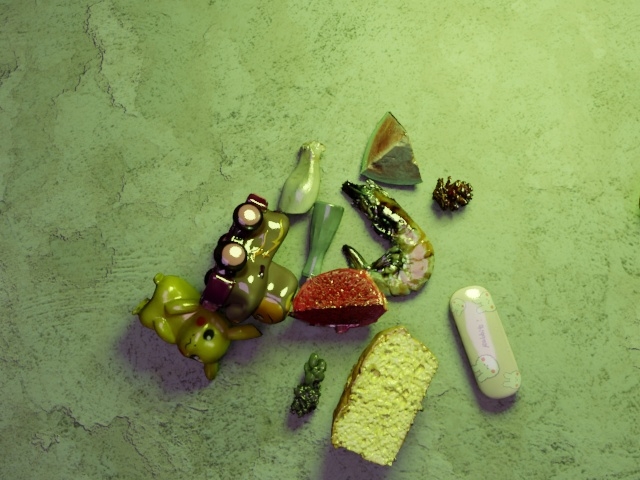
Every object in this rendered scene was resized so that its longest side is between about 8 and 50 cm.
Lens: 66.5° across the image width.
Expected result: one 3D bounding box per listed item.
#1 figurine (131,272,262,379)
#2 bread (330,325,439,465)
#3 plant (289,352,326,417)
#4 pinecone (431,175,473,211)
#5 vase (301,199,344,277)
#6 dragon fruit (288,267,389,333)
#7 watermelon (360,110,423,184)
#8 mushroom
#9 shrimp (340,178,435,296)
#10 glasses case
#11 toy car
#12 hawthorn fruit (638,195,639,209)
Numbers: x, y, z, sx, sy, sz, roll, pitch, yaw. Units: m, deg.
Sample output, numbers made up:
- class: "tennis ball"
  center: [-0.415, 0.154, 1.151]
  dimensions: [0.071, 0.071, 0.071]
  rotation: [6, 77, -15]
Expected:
- class: "figurine"
  center: [-0.357, 0.240, 1.353]
  dimensions: [0.326, 0.169, 0.218]
  rotation: [39, 105, 13]
- class: "bread"
  center: [0.163, 0.384, 1.255]
  dimensions: [0.194, 0.179, 0.340]
  rotation: [26, 85, 8]
- class: "plant"
  center: [-0.028, 0.397, 1.331]
  dimensions: [0.085, 0.087, 0.174]
  rotation: [22, 82, -25]
- class: "pinecone"
  center: [0.361, -0.128, 1.336]
  dimensions: [0.109, 0.102, 0.102]
  rotation: [-5, 82, -21]
- class: "vase"
  center: [0.000, 0.000, 1.371]
  dimensions: [0.086, 0.086, 0.214]
  rotation: [15, 93, 10]
- class: "dragon fruit"
  center: [0.054, 0.166, 1.333]
  dimensions: [0.274, 0.161, 0.126]
  rotation: [-8, 53, 15]
- class: "watermelon"
  center: [0.220, -0.263, 1.345]
  dimensions: [0.136, 0.202, 0.207]
  rotation: [6, 85, -31]
- class: "mushroom"
  center: [-0.047, -0.179, 1.395]
  dimensions: [0.116, 0.093, 0.225]
  rotation: [20, 91, 31]
- class: "shrimp"
  center: [0.153, -0.003, 1.363]
  dimensions: [0.233, 0.071, 0.365]
  rotation: [-44, 78, 9]
- class: "glasses case"
  center: [0.430, 0.264, 1.281]
  dimensions: [0.113, 0.075, 0.297]
  rotation: [-20, 80, 7]
- class: "toy car"
  center: [-0.167, 0.061, 1.302]
  dimensions: [0.240, 0.271, 0.341]
  rotation: [24, 66, -12]
- class: "hawthorn fruit"
  center: [0.922, -0.139, 1.216]
  dimensions: [0.199, 0.199, 0.251]
  rotation: [23, 74, 10]
